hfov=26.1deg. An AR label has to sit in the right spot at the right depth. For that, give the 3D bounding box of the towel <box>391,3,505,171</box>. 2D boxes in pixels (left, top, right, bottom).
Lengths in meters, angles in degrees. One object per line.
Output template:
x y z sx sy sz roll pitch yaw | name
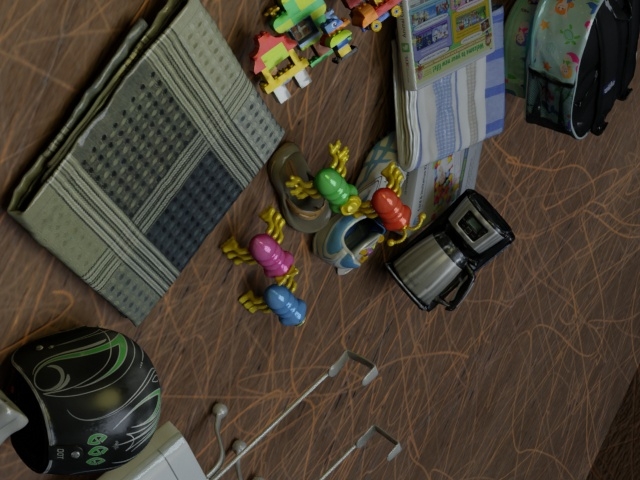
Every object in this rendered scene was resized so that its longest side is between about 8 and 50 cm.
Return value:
0.192 -0.225 1.985 0.285 0.034 0.209 -23 115 -51 | towel

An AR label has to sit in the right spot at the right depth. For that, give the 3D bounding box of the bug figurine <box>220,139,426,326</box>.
0.000 0.000 1.790 0.279 0.072 0.216 -43 143 4 | bug figurine

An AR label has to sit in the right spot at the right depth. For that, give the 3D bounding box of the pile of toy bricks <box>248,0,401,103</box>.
-0.013 -0.266 1.631 0.212 0.118 0.105 -37 116 -13 | pile of toy bricks

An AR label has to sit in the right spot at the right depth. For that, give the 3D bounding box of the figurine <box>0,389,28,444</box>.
-0.419 0.212 1.365 0.209 0.092 0.215 -51 150 -7 | figurine

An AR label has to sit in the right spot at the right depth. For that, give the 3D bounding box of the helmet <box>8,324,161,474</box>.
-0.255 0.176 1.525 0.161 0.169 0.169 -14 127 -33 | helmet

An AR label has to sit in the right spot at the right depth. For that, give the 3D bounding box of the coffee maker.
0.197 0.008 2.111 0.178 0.120 0.171 -41 -165 10 | coffee maker

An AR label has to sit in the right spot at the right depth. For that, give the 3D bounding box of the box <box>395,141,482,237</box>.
0.182 -0.105 2.117 0.186 0.038 0.145 -29 137 -44 | box

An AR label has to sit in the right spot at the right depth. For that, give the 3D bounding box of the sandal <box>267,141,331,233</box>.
-0.019 -0.062 1.814 0.072 0.049 0.180 -53 149 -18 | sandal

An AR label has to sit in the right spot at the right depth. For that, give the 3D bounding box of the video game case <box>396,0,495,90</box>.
0.169 -0.324 1.879 0.212 0.023 0.193 -31 120 -46 | video game case

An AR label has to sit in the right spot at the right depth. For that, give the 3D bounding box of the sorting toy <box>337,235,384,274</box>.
0.052 0.017 2.013 0.083 0.045 0.075 -36 160 -40 | sorting toy

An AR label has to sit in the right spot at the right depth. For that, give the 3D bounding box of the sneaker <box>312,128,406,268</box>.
0.080 -0.059 1.941 0.237 0.086 0.085 -56 149 -15 | sneaker

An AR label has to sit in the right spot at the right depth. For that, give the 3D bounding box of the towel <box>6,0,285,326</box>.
-0.187 -0.089 1.536 0.312 0.056 0.324 -53 152 -12 | towel

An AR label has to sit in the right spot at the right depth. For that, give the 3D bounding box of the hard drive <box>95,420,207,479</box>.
-0.282 0.401 1.691 0.353 0.047 0.233 -39 144 -17 | hard drive

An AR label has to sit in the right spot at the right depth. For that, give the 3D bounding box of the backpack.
0.394 -0.317 2.131 0.225 0.191 0.253 -48 155 -30 | backpack

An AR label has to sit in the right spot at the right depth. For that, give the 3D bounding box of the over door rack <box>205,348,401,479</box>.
-0.057 0.299 1.954 0.324 0.108 0.239 -33 143 -10 | over door rack
